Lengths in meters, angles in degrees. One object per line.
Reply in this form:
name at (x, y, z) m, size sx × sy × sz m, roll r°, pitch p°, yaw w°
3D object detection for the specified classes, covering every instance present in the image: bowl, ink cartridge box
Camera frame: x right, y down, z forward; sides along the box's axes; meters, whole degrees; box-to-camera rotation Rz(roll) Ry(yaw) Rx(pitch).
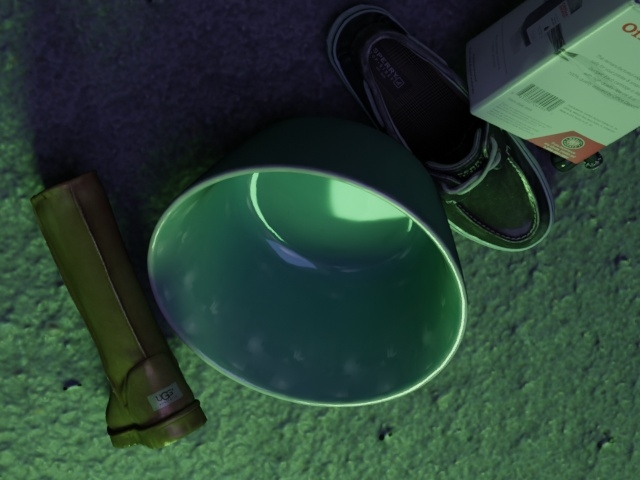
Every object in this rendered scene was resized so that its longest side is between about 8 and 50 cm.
bowl at (0.000, 0.000, 1.542) m, size 0.311 × 0.163 × 0.311 m, roll 8°, pitch 133°, yaw 8°
ink cartridge box at (0.269, -0.181, 1.508) m, size 0.158 × 0.092 × 0.218 m, roll 21°, pitch 144°, yaw -34°

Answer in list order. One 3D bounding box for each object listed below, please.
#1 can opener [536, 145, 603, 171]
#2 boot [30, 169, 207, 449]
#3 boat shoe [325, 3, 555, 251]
can opener at (0.313, -0.136, 1.644) m, size 0.186 × 0.059 × 0.073 m, roll -33°, pitch 115°, yaw 3°
boot at (-0.210, 0.070, 1.581) m, size 0.089 × 0.236 × 0.269 m, roll -26°, pitch 93°, yaw -23°
boat shoe at (0.126, -0.094, 1.587) m, size 0.121 × 0.119 × 0.335 m, roll -44°, pitch 114°, yaw 8°
